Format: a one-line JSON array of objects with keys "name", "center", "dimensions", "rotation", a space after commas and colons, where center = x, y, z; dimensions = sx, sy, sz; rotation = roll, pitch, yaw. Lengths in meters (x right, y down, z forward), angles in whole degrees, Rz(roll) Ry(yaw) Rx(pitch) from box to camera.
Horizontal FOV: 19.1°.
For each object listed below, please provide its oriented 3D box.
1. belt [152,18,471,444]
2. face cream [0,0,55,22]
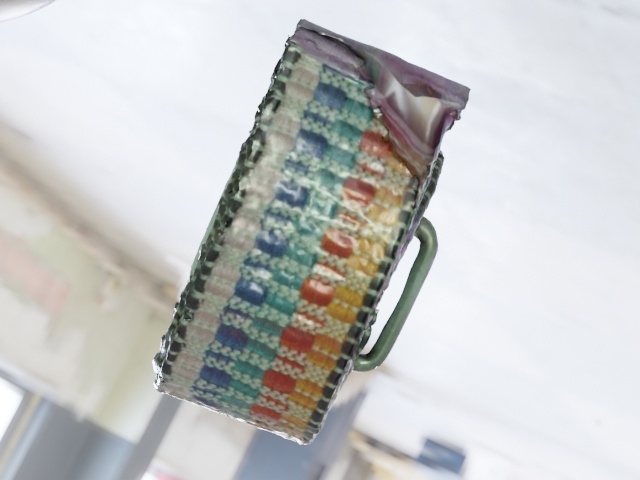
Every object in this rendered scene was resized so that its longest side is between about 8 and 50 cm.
[{"name": "belt", "center": [0.000, 0.000, 1.376], "dimensions": [0.160, 0.295, 0.207], "rotation": [23, -171, -4]}, {"name": "face cream", "center": [-0.354, -0.327, 1.811], "dimensions": [0.312, 0.219, 0.357], "rotation": [12, 170, -21]}]
